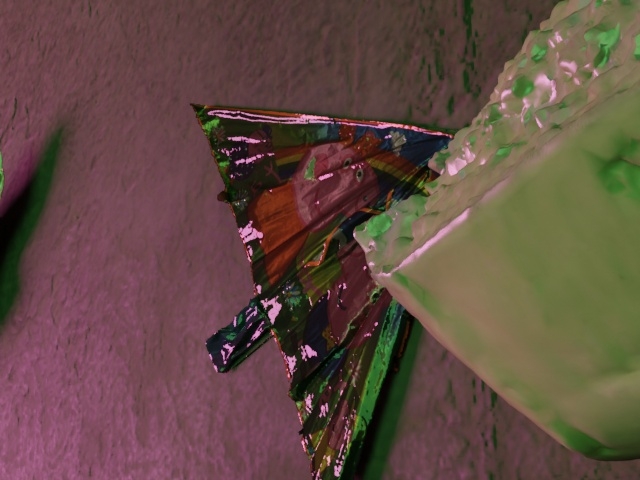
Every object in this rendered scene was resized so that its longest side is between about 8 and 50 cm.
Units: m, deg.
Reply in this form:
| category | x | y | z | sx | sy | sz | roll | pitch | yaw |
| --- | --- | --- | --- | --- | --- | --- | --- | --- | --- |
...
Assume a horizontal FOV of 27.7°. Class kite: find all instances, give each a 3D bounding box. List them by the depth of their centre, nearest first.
| category | x | y | z | sx | sy | sz | roll | pitch | yaw |
| --- | --- | --- | --- | --- | --- | --- | --- | --- | --- |
| kite | 0.000 | 0.000 | 0.772 | 0.234 | 0.016 | 0.321 | -42 | 52 | 31 |

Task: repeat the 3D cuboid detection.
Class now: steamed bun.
| category | x | y | z | sx | sy | sz | roll | pitch | yaw |
| --- | --- | --- | --- | --- | --- | --- | --- | --- | --- |
| steamed bun | 0.139 | -0.023 | 0.521 | 0.225 | 0.200 | 0.170 | -28 | 21 | 41 |

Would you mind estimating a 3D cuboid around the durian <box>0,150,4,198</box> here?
| category | x | y | z | sx | sy | sz | roll | pitch | yaw |
| --- | --- | --- | --- | --- | --- | --- | --- | --- | --- |
| durian | -0.313 | 0.001 | 1.051 | 0.140 | 0.078 | 0.224 | 35 | 96 | 1 |
